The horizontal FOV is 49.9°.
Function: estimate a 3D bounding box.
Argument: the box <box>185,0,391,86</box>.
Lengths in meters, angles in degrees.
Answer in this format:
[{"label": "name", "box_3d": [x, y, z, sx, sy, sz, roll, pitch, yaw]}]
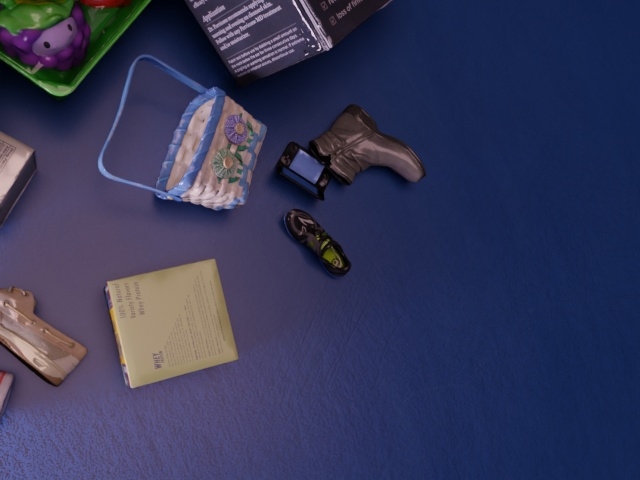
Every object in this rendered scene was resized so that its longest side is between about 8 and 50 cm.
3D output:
[{"label": "box", "box_3d": [-0.062, -0.643, 1.348, 0.480, 0.297, 0.471, -47, 116, -34]}]

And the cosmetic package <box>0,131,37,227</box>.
[{"label": "cosmetic package", "box_3d": [-0.685, -0.157, 1.236, 0.296, 0.129, 0.153, 29, 71, -12]}]

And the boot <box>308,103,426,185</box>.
[{"label": "boot", "box_3d": [0.101, -0.176, 1.544, 0.246, 0.083, 0.161, 40, 68, 0]}]

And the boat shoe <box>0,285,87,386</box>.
[{"label": "boat shoe", "box_3d": [-0.559, 0.134, 1.243, 0.302, 0.109, 0.098, 45, 64, -13]}]

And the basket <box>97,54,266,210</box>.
[{"label": "basket", "box_3d": [-0.265, -0.199, 1.353, 0.289, 0.201, 0.254, 20, 75, -25]}]

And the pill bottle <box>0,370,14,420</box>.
[{"label": "pill bottle", "box_3d": [-0.642, 0.259, 1.185, 0.194, 0.108, 0.108, 18, 75, -16]}]

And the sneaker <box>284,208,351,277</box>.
[{"label": "sneaker", "box_3d": [0.000, 0.000, 1.476, 0.188, 0.078, 0.067, 47, 69, -5]}]

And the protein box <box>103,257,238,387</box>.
[{"label": "protein box", "box_3d": [-0.288, 0.157, 1.314, 0.201, 0.136, 0.199, -13, 85, -22]}]

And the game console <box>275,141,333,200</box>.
[{"label": "game console", "box_3d": [-0.030, -0.152, 1.498, 0.122, 0.071, 0.107, 32, 72, -12]}]

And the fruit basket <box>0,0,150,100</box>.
[{"label": "fruit basket", "box_3d": [-0.472, -0.476, 1.246, 0.283, 0.392, 0.392, 36, 71, -10]}]
